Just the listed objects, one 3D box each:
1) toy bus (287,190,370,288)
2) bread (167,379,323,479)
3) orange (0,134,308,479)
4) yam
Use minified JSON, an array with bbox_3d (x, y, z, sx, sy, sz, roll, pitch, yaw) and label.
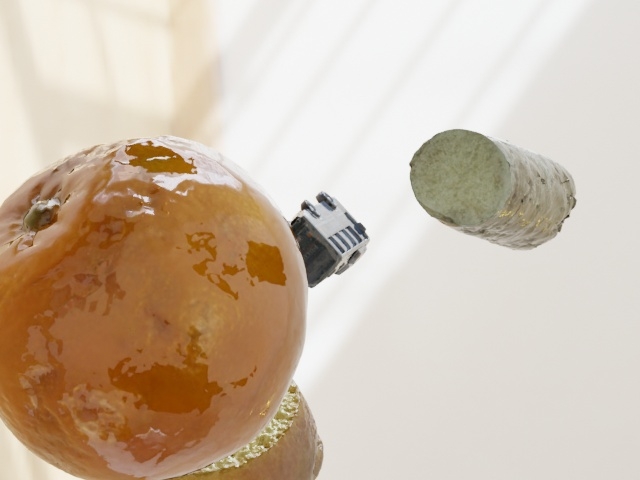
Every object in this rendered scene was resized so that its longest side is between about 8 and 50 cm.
[{"bbox_3d":[0.000,0.000,1.612,0.065,0.047,0.166,46,12,3],"label":"toy bus"},{"bbox_3d":[-0.068,0.197,1.823,0.260,0.134,0.129,-65,160,-47],"label":"bread"},{"bbox_3d":[-0.134,0.051,1.414,0.261,0.261,0.261,-4,90,-66],"label":"orange"},{"bbox_3d":[0.125,-0.036,1.367,0.179,0.078,0.078,16,72,-67],"label":"yam"}]
